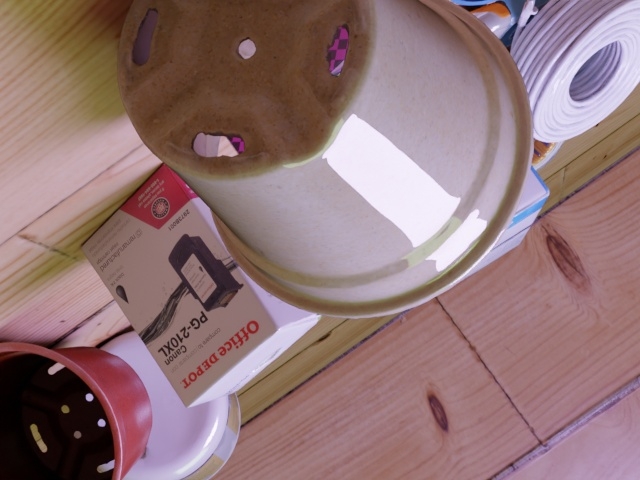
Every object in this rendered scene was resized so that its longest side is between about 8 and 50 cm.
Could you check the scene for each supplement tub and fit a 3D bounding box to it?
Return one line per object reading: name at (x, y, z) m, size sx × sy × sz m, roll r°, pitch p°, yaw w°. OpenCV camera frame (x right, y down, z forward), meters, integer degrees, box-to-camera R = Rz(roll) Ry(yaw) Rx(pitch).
supplement tub at (-0.254, 0.280, 2.250) m, size 0.241 × 0.241 × 0.331 m, roll -34°, pitch 169°, yaw -6°

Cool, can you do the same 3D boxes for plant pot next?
plant pot at (-0.010, -0.120, 1.225) m, size 0.334 × 0.333 × 0.305 m, roll -37°, pitch 158°, yaw 9°
plant pot at (-0.357, 0.255, 1.873) m, size 0.272 × 0.272 × 0.265 m, roll -37°, pitch 177°, yaw 9°

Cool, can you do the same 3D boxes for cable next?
cable at (0.357, -0.250, 1.905) m, size 0.257 × 0.089 × 0.257 m, roll -21°, pitch 145°, yaw -33°

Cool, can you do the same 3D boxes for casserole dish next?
casserole dish at (0.281, -0.308, 1.894) m, size 0.188 × 0.037 × 0.114 m, roll -29°, pitch 167°, yaw -30°

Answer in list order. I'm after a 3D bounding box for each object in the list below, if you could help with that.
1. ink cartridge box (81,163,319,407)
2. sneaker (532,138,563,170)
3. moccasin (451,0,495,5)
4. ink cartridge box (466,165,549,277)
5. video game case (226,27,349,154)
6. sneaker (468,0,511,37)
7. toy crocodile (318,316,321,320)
ink cartridge box at (-0.139, 0.048, 1.633) m, size 0.172 × 0.237 × 0.100 m, roll -42°, pitch 167°, yaw 29°
sneaker at (0.364, -0.138, 2.635) m, size 0.296 × 0.112 × 0.131 m, roll -41°, pitch 167°, yaw 32°
moccasin at (0.271, -0.353, 1.437) m, size 0.342 × 0.137 × 0.117 m, roll -37°, pitch 164°, yaw 4°
ink cartridge box at (0.211, -0.088, 2.114) m, size 0.129 × 0.223 × 0.307 m, roll -33°, pitch 169°, yaw -7°
video game case at (0.026, -0.186, 1.649) m, size 0.232 × 0.042 × 0.210 m, roll -41°, pitch 166°, yaw 27°
sneaker at (0.184, -0.203, 1.829) m, size 0.099 × 0.121 × 0.262 m, roll -27°, pitch 166°, yaw -39°
toy crocodile at (0.082, 0.028, 2.521) m, size 0.341 × 0.105 × 0.115 m, roll -29°, pitch 167°, yaw -29°
